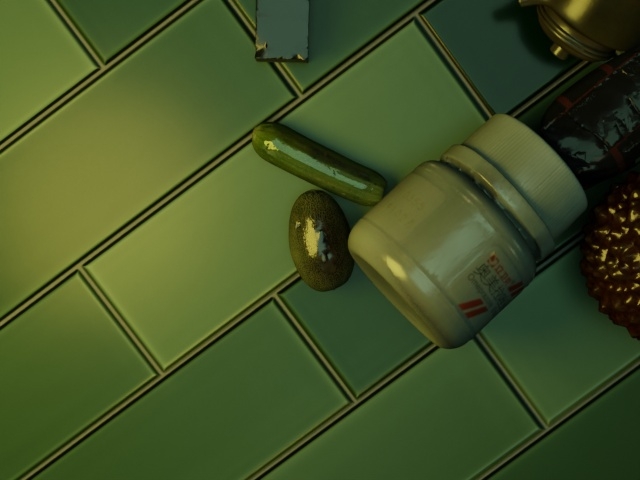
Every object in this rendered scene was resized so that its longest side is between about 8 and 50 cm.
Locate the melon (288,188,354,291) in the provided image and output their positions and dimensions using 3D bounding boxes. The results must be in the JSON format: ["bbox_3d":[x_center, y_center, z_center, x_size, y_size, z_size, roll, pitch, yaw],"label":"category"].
[{"bbox_3d":[0.000,0.000,1.804,0.099,0.099,0.162,-12,96,0],"label":"melon"}]

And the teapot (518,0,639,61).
[{"bbox_3d":[0.420,-0.346,1.754,0.268,0.185,0.175,16,130,-25],"label":"teapot"}]

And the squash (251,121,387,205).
[{"bbox_3d":[-0.003,-0.119,1.811,0.229,0.066,0.066,25,94,-4],"label":"squash"}]

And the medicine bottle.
[{"bbox_3d":[0.221,-0.017,1.731,0.306,0.245,0.245,-44,94,-4],"label":"medicine bottle"}]

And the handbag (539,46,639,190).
[{"bbox_3d":[0.438,-0.178,1.760,0.215,0.169,0.155,-38,80,4],"label":"handbag"}]

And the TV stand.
[{"bbox_3d":[-0.056,-0.409,1.777,0.088,0.083,0.269,0,96,-2],"label":"TV stand"}]

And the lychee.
[{"bbox_3d":[0.552,0.029,1.718,0.330,0.306,0.306,-6,95,26],"label":"lychee"}]
